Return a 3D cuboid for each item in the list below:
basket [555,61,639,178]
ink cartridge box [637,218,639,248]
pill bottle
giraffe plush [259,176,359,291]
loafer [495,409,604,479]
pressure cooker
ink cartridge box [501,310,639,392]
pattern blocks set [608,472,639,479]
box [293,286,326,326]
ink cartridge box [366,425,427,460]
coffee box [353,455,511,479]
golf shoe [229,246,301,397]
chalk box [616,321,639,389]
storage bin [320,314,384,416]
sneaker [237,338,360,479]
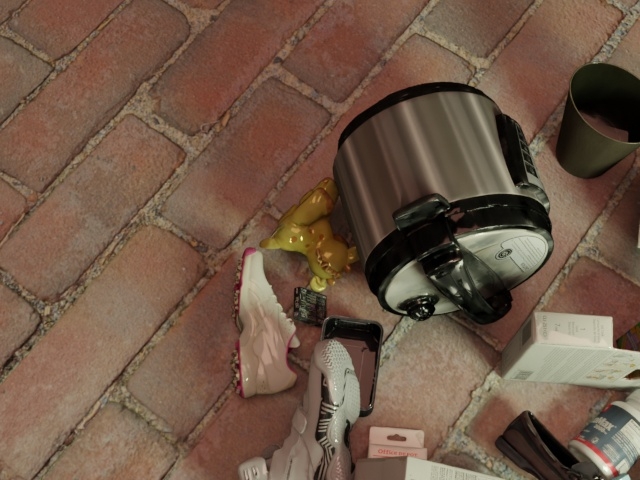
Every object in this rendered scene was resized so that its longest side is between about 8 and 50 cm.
[{"bbox_3d":[0.585,-0.233,1.755,0.154,0.227,0.204,-36,72,-12],"label":"basket"},{"bbox_3d":[0.714,-0.075,1.695,0.093,0.160,0.219,4,82,35],"label":"ink cartridge box"},{"bbox_3d":[0.570,0.370,1.588,0.180,0.108,0.108,-39,73,-13],"label":"pill bottle"},{"bbox_3d":[0.000,0.000,1.724,0.170,0.181,0.210,46,45,-7],"label":"giraffe plush"},{"bbox_3d":[0.447,0.415,1.507,0.303,0.109,0.095,34,94,47],"label":"loafer"},{"bbox_3d":[0.239,-0.039,1.602,0.370,0.375,0.420,-2,58,-23],"label":"pressure cooker"},{"bbox_3d":[0.492,0.211,1.550,0.261,0.296,0.066,5,69,3],"label":"ink cartridge box"},{"bbox_3d":[0.691,0.450,1.542,0.325,0.026,0.285,-33,94,-13],"label":"pattern blocks set"},{"bbox_3d":[-0.020,0.136,1.708,0.018,0.083,0.067,-16,64,38],"label":"box"},{"bbox_3d":[0.141,0.452,1.587,0.115,0.067,0.198,4,69,3],"label":"ink cartridge box"},{"bbox_3d":[0.223,0.464,1.465,0.297,0.168,0.118,19,67,-24],"label":"coffee box"},{"bbox_3d":[-0.112,0.164,1.693,0.140,0.115,0.306,1,75,-10],"label":"golf shoe"},{"bbox_3d":[0.674,0.209,1.590,0.133,0.213,0.132,-12,69,-4],"label":"chalk box"},{"bbox_3d":[0.055,0.250,1.659,0.122,0.084,0.180,8,70,4],"label":"storage bin"},{"bbox_3d":[-0.041,0.365,1.537,0.210,0.137,0.365,-3,90,21],"label":"sneaker"}]
